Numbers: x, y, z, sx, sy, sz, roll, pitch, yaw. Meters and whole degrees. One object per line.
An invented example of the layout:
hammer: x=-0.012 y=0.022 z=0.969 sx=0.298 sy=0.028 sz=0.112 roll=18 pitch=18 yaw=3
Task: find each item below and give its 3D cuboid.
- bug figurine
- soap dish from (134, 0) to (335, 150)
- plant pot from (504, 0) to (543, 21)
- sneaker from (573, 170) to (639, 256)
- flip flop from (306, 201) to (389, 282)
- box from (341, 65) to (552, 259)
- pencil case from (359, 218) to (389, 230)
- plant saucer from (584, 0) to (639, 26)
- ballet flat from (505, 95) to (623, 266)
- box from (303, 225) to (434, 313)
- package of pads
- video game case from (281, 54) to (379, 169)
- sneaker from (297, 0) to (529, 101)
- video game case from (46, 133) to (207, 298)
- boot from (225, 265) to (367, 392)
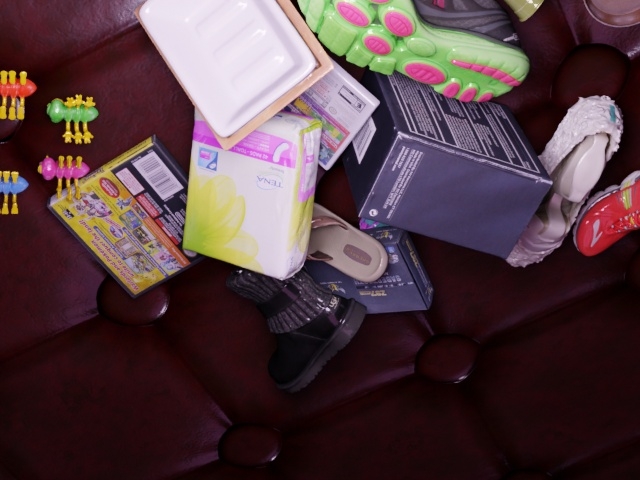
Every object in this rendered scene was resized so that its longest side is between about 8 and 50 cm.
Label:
bug figurine: x=-0.514 y=-0.180 z=1.843 sx=0.216 sy=0.072 sz=0.279 roll=5 pitch=119 yaw=-18
soap dish: x=-0.137 y=-0.328 z=1.693 sx=0.229 sy=0.118 sz=0.291 roll=-36 pitch=81 yaw=16
plant pot: x=0.342 y=-0.436 z=1.785 sx=0.079 sy=0.083 sz=0.083 roll=33 pitch=115 yaw=-13
sneaker: x=0.622 y=-0.060 z=2.049 sx=0.107 sy=0.118 sz=0.279 roll=36 pitch=113 yaw=-27
flip flop: x=0.000 y=0.000 z=1.954 sx=0.080 sy=0.277 sz=0.112 roll=0 pitch=115 yaw=-61
box: x=0.208 y=-0.144 z=1.828 sx=0.294 sy=0.296 sz=0.182 roll=15 pitch=120 yaw=-17
pencil case: x=0.130 y=0.007 z=2.061 sx=0.070 sy=0.064 sz=0.151 roll=-33 pitch=123 yaw=-7
plant saucer: x=0.541 y=-0.461 z=1.819 sx=0.168 sy=0.029 sz=0.168 roll=-4 pitch=125 yaw=-5
ballet flat: x=0.458 y=-0.091 z=1.999 sx=0.147 sy=0.147 sz=0.409 roll=13 pitch=122 yaw=-16
box: x=0.088 y=0.063 z=2.043 sx=0.233 sy=0.059 sz=0.183 roll=-5 pitch=131 yaw=29
package of pads: x=-0.120 y=-0.096 z=1.848 sx=0.229 sy=0.101 sz=0.296 roll=18 pitch=114 yaw=22
video game case: x=-0.017 y=-0.246 z=1.799 sx=0.201 sy=0.023 sz=0.183 roll=42 pitch=134 yaw=2
sneaker: x=0.144 y=-0.388 z=1.704 sx=0.483 sy=0.202 sz=0.185 roll=21 pitch=144 yaw=-37
video game case: x=-0.341 y=-0.040 z=1.985 sx=0.248 sy=0.035 sz=0.275 roll=-29 pitch=124 yaw=12
boot: x=-0.089 y=0.153 z=2.085 sx=0.260 sy=0.131 sz=0.348 roll=31 pitch=137 yaw=-9
